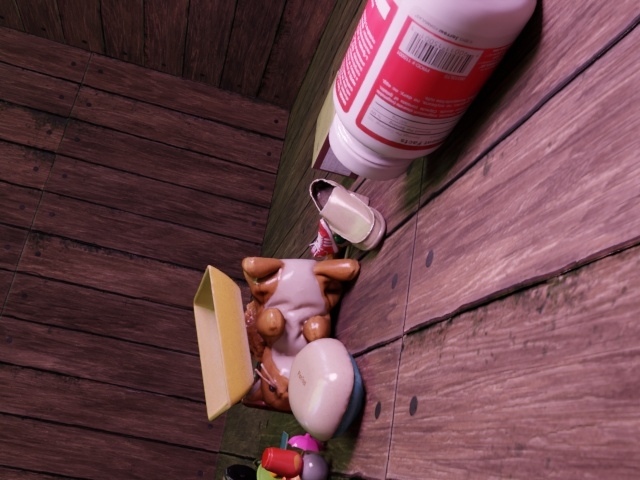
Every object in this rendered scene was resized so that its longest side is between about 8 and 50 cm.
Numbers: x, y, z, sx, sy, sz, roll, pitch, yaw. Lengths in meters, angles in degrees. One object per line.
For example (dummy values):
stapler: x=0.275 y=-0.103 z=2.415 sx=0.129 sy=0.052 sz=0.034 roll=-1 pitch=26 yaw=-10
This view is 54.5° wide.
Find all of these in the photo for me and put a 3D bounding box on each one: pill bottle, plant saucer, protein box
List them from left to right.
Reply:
plant saucer: x=-0.241 y=0.262 z=1.546 sx=0.333 sy=0.080 sz=0.333 roll=130 pitch=132 yaw=-63
pill bottle: x=-0.290 y=0.887 z=2.108 sx=0.123 sy=0.122 sz=0.219 roll=-124 pitch=50 yaw=-76
protein box: x=0.075 y=-0.319 z=1.737 sx=0.201 sy=0.135 sz=0.200 roll=120 pitch=160 yaw=-53
pill bottle: x=0.155 y=-0.287 z=1.039 sx=0.408 sy=0.228 sz=0.229 roll=120 pitch=161 yaw=-54

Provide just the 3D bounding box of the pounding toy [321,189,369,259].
pounding toy: x=0.065 y=-0.033 z=1.586 sx=0.130 sy=0.100 sz=0.141 roll=-24 pitch=54 yaw=58

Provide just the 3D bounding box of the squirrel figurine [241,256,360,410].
squirrel figurine: x=-0.085 y=0.238 z=1.604 sx=0.397 sy=0.280 sz=0.371 roll=164 pitch=107 yaw=-72

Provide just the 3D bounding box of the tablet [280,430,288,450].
tablet: x=-0.107 y=0.599 z=1.846 sx=0.083 sy=0.006 sz=0.054 roll=141 pitch=141 yaw=-74

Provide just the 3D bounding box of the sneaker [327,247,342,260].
sneaker: x=0.042 y=0.018 z=1.723 sx=0.067 sy=0.064 sz=0.175 roll=-40 pitch=-3 yaw=-10

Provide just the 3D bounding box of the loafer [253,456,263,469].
loafer: x=-0.161 y=0.678 z=1.872 sx=0.170 sy=0.061 sz=0.062 roll=125 pitch=158 yaw=-60

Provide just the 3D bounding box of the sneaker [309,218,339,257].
sneaker: x=0.000 y=0.000 z=1.505 sx=0.118 sy=0.067 sz=0.042 roll=67 pitch=-179 yaw=-47

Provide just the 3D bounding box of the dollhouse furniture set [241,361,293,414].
dollhouse furniture set: x=-0.126 y=0.428 z=1.901 sx=0.374 sy=0.152 sz=0.202 roll=84 pitch=-165 yaw=-69

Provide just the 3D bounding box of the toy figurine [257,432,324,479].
toy figurine: x=-0.049 y=0.525 z=1.421 sx=0.159 sy=0.130 sz=0.173 roll=-60 pitch=39 yaw=27

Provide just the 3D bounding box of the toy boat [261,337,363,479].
toy boat: x=-0.003 y=0.367 z=1.315 sx=0.318 sy=0.148 sz=0.267 roll=-67 pitch=17 yaw=8

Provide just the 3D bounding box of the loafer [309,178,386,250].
loafer: x=0.051 y=-0.064 z=1.442 sx=0.102 sy=0.092 sz=0.268 roll=-60 pitch=39 yaw=10
